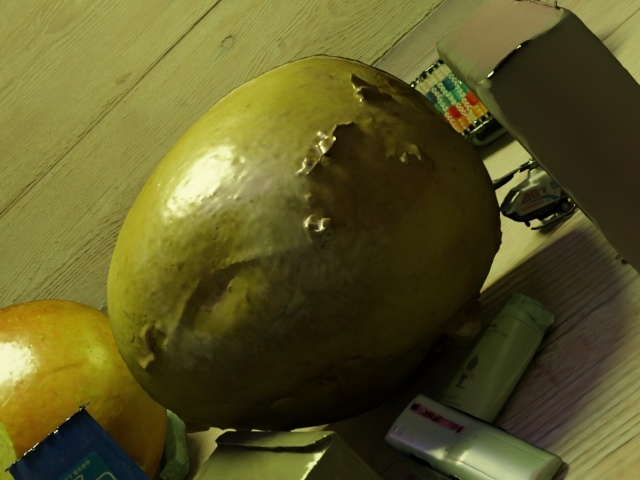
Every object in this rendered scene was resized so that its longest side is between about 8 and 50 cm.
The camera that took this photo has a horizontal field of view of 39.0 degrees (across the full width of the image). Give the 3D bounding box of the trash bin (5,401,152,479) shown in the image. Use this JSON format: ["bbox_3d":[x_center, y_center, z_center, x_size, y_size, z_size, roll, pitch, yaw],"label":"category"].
[{"bbox_3d":[-0.266,0.329,1.114,0.162,0.234,0.184,-40,2,-21],"label":"trash bin"}]

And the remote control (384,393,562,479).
[{"bbox_3d":[0.130,0.182,0.797,0.166,0.029,0.065,19,60,47],"label":"remote control"}]

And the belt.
[{"bbox_3d":[0.279,-0.257,1.491,0.295,0.161,0.207,-36,-1,23],"label":"belt"}]

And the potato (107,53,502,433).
[{"bbox_3d":[-0.021,0.040,0.959,0.442,0.385,0.319,-41,11,16],"label":"potato"}]

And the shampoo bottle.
[{"bbox_3d":[0.155,0.143,0.892,0.212,0.049,0.072,-51,22,-25],"label":"shampoo bottle"}]

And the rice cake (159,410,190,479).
[{"bbox_3d":[-0.244,0.332,1.482,0.045,0.042,0.245,-50,14,-2],"label":"rice cake"}]

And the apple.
[{"bbox_3d":[-0.419,0.287,1.365,0.383,0.374,0.374,-31,12,-8],"label":"apple"}]

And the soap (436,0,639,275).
[{"bbox_3d":[0.246,-0.098,0.859,0.107,0.285,0.296,-43,15,12],"label":"soap"}]

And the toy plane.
[{"bbox_3d":[0.289,-0.074,1.098,0.197,0.078,0.053,-28,13,3],"label":"toy plane"}]

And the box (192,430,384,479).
[{"bbox_3d":[-0.036,0.276,0.833,0.149,0.155,0.231,-52,17,-28],"label":"box"}]
